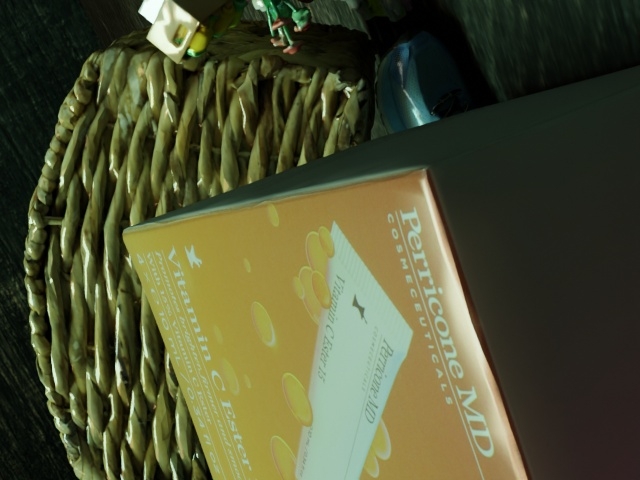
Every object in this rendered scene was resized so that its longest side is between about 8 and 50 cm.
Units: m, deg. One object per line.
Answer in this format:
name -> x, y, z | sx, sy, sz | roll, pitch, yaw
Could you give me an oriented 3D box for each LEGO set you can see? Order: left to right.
LEGO set -> -0.012, -0.155, 0.890 | 0.107, 0.132, 0.287 | 58, -166, -17

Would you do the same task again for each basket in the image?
basket -> -0.076, 0.004, 0.988 | 0.223, 0.213, 0.299 | -79, -7, -75

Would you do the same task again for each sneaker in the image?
sneaker -> 0.094, -0.059, 0.886 | 0.073, 0.063, 0.162 | 3, 128, 58

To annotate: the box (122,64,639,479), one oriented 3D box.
box -> 0.066, 0.056, 0.674 | 0.345, 0.168, 0.215 | -9, 101, 65
